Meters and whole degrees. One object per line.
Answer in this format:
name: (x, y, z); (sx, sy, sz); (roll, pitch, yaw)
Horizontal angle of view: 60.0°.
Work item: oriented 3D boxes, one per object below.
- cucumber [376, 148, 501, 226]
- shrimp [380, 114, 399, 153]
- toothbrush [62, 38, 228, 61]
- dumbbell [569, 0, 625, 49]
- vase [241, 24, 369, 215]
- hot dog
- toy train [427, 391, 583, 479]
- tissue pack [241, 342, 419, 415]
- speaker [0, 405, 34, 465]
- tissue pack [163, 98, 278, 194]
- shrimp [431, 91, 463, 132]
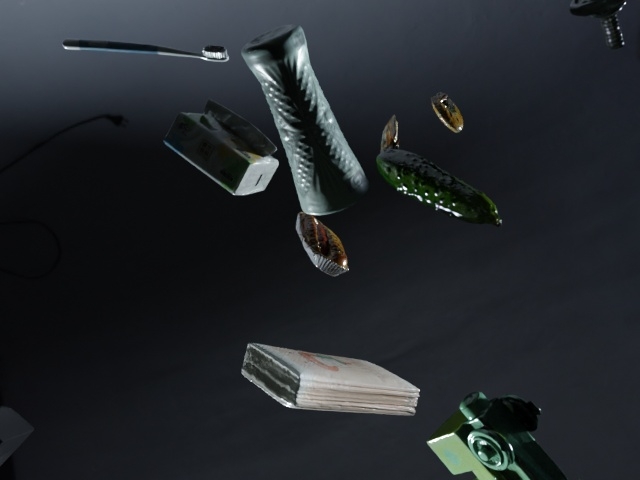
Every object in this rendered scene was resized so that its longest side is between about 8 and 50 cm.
cucumber: (0.170, -0.077, 0.812); (0.069, 0.227, 0.069); (-27, 134, -31)
shrimp: (0.149, -0.206, 1.221); (0.052, 0.187, 0.132); (-5, 116, 4)
toothbrush: (-0.293, -0.323, 0.930); (0.276, 0.019, 0.025); (4, 158, -3)
dumbbell: (0.334, -0.356, 0.687); (0.082, 0.081, 0.254); (-28, 115, 8)
vase: (-0.019, -0.145, 0.679); (0.096, 0.096, 0.219); (-23, 119, 2)
hot dog: (0.000, 0.000, 1.158); (0.099, 0.192, 0.053); (29, 112, -33)
toy train: (0.126, 0.152, 0.353); (0.050, 0.122, 0.081); (-32, 167, -32)
tissue pack: (0.027, 0.267, 1.058); (0.325, 0.170, 0.071); (18, 89, -40)
speaker: (-0.398, 0.268, 0.555); (0.218, 0.044, 0.082); (-49, 178, -10)
tissue pack: (-0.226, -0.233, 1.345); (0.145, 0.229, 0.159); (-59, 166, 20)
shrimp: (0.351, -0.377, 1.568); (0.051, 0.217, 0.115); (-35, 119, 26)
